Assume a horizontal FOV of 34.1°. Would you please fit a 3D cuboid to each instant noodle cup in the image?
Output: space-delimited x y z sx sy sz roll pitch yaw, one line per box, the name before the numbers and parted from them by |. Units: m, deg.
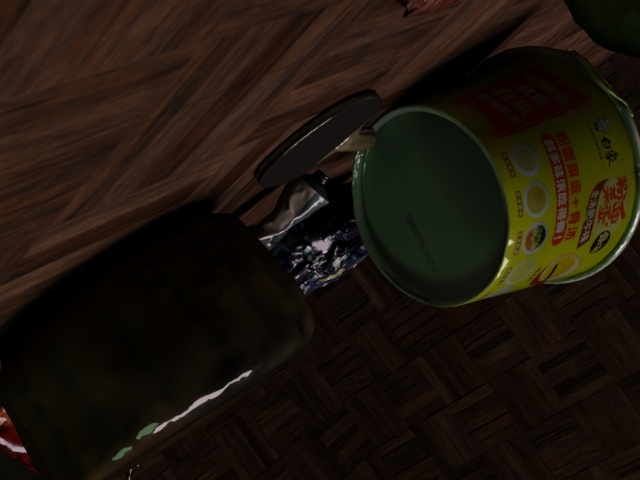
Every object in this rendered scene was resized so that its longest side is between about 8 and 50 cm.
instant noodle cup | 0.194 -0.066 1.225 0.221 0.311 0.311 -20 166 -42

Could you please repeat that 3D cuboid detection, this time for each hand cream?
hand cream | -0.070 0.026 1.124 0.248 0.052 0.075 -54 -170 6

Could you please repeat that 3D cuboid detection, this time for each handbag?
handbag | 0.000 0.000 1.393 0.162 0.113 0.260 -44 170 27

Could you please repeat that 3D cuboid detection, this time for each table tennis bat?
table tennis bat | 0.014 -0.100 1.047 0.138 0.022 0.246 -38 174 19

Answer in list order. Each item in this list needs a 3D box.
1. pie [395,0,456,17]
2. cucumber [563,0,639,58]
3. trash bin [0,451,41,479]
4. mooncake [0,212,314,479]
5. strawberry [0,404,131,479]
pie | 0.115 -0.200 0.565 0.218 0.054 0.204 -35 175 -10
cucumber | 0.327 -0.246 0.951 0.130 0.191 0.191 -17 162 -50
trash bin | -0.405 0.284 1.016 0.223 0.158 0.343 -38 171 -5
mooncake | -0.154 0.101 0.957 0.290 0.161 0.290 -35 174 -4
strawberry | -0.279 0.194 1.126 0.097 0.175 0.228 11 -162 35
